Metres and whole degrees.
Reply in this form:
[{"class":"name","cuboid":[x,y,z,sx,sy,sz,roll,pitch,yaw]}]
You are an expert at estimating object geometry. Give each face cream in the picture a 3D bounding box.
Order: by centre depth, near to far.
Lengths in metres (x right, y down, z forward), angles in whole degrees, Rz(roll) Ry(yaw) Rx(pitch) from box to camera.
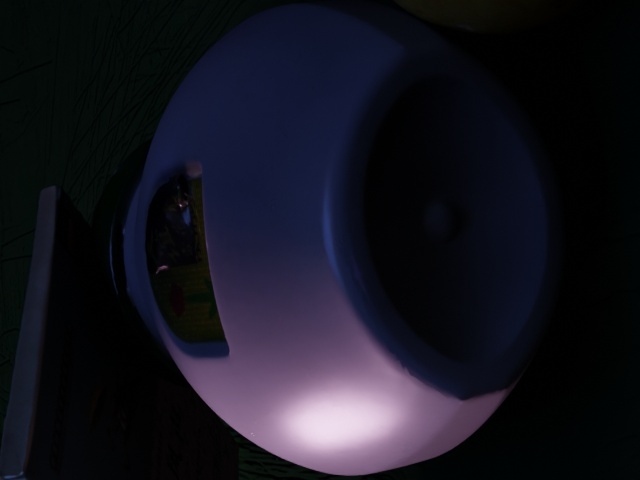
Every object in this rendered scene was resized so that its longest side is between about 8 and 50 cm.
[{"class":"face cream","cuboid":[0.000,0.000,1.139,0.357,0.219,0.313,-9,91,63]}]

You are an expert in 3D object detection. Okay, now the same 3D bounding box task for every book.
[{"class":"book","cuboid":[-0.141,0.170,1.298,0.379,0.031,0.264,62,-161,-47]}]

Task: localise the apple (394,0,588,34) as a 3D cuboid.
[{"class":"apple","cuboid":[0.105,-0.207,0.994,0.182,0.155,0.182,-24,61,53]}]
